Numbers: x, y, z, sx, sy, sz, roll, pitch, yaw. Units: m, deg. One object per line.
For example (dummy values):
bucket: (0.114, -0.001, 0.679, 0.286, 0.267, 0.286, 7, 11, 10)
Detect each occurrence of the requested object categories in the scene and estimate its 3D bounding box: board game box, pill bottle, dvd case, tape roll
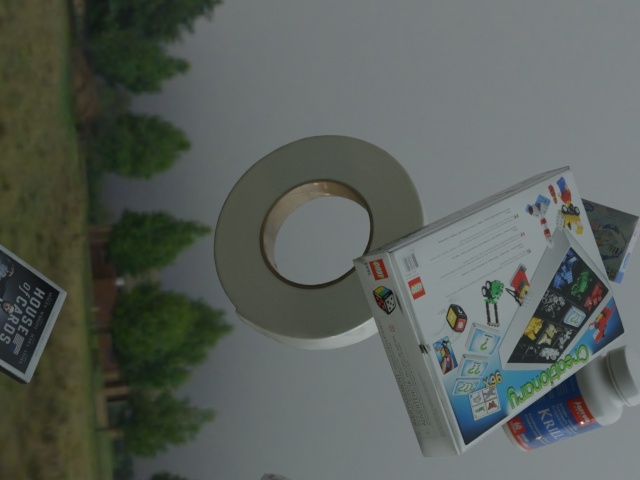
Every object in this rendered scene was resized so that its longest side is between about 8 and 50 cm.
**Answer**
board game box: (0.177, 0.058, 1.056, 0.053, 0.305, 0.193, -16, -85, 47)
pill bottle: (0.396, 0.242, 1.702, 0.124, 0.221, 0.124, 40, 36, -37)
dvd case: (-0.537, 0.102, 1.775, 0.238, 0.029, 0.179, 43, 51, -38)
board game box: (0.364, 0.000, 1.412, 0.090, 0.020, 0.090, 24, -83, 41)
tape roll: (0.000, 0.000, 1.914, 0.072, 0.391, 0.392, 56, 22, -63)

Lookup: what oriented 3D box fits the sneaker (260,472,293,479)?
sneaker: (-0.019, 0.412, 1.617, 0.114, 0.305, 0.152, 68, 11, -72)
